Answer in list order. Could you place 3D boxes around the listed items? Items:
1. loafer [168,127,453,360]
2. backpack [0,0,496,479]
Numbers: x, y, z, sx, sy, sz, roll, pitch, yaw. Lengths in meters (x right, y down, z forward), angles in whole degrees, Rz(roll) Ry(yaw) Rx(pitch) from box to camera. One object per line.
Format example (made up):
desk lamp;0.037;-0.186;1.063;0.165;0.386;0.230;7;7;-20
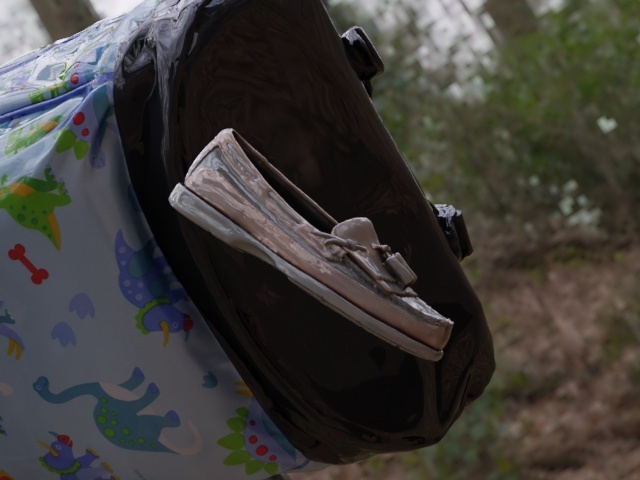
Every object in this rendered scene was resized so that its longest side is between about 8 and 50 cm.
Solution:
loafer;0.000;0.000;0.741;0.039;0.125;0.045;-60;-19;2
backpack;-0.132;0.023;1.086;0.355;0.290;0.273;-1;34;48
